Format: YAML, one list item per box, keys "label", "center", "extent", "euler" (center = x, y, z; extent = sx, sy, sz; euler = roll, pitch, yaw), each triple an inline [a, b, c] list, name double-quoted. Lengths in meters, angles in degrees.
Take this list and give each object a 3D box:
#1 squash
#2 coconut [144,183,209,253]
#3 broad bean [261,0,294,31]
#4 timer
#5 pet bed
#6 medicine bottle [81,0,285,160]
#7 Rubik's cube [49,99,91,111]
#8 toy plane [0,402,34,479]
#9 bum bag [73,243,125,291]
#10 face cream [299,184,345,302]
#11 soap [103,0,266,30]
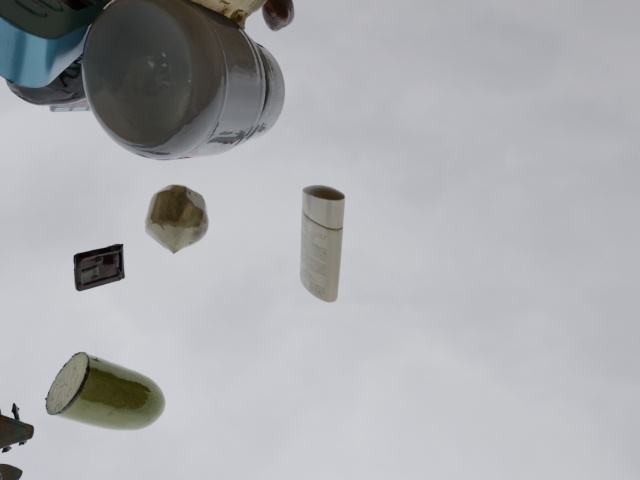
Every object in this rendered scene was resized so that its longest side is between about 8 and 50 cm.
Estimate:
- label: "squash"
  center: [-0.437, 0.341, 0.974]
  extent: [0.247, 0.132, 0.133]
  euler: [41, -147, -42]
- label: "coconut"
  center: [-0.459, -0.062, 1.457]
  extent: [0.224, 0.224, 0.224]
  euler: [9, -131, -11]
- label: "broad bean"
  center: [-0.130, -0.737, 1.428]
  extent: [0.114, 0.084, 0.165]
  euler: [48, -140, -33]
- label: "timer"
  center: [-0.443, -0.360, 0.636]
  extent: [0.231, 0.091, 0.250]
  euler: [30, -138, -21]
- label: "pet bed"
  center: [-0.587, -0.369, 0.996]
  extent: [0.201, 0.201, 0.054]
  euler: [-10, -108, -25]
- label: "medicine bottle"
  center: [-0.211, -0.270, 0.783]
  extent: [0.245, 0.245, 0.306]
  euler: [33, -158, 10]
- label: "Rubik's cube"
  center: [-0.773, -0.510, 1.428]
  extent: [0.163, 0.160, 0.162]
  euler: [-18, -87, -40]
- label: "toy plane"
  center: [-0.701, 0.347, 0.878]
  extent: [0.222, 0.104, 0.327]
  euler: [-15, -93, -49]
- label: "bum bag"
  center: [-0.602, 0.072, 1.231]
  extent: [0.026, 0.109, 0.159]
  euler: [9, -168, 24]
- label: "face cream"
  center: [0.000, 0.000, 1.300]
  extent: [0.081, 0.349, 0.173]
  euler: [-18, -143, -30]
- label: "soap"
  center: [-0.253, -0.506, 0.872]
  extent: [0.156, 0.293, 0.335]
  euler: [51, -154, 2]
